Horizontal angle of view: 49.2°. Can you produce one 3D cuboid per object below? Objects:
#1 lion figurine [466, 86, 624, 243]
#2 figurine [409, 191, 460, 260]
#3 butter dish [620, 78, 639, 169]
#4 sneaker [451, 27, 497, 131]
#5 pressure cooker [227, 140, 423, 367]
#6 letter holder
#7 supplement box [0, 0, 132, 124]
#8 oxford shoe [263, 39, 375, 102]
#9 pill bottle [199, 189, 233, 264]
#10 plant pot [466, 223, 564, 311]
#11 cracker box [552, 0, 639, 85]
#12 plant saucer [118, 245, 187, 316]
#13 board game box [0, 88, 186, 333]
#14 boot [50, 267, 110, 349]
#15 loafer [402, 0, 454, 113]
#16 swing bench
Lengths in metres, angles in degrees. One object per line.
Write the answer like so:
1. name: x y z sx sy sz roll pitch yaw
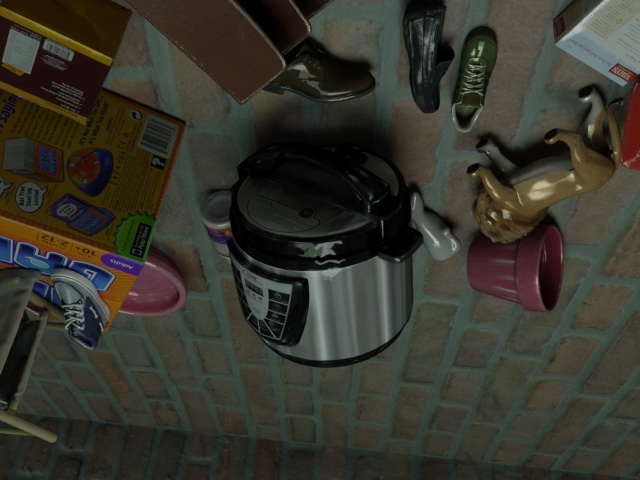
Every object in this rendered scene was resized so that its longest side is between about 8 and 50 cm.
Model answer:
1. lion figurine: 0.448 -0.123 1.369 0.392 0.142 0.240 -20 126 42
2. figurine: 0.187 -0.026 1.623 0.215 0.092 0.209 -20 133 33
3. butter dish: 0.616 -0.205 1.263 0.160 0.118 0.160 6 101 1
4. sneaker: 0.273 -0.274 1.243 0.064 0.086 0.192 7 145 1
5. pressure cooker: 0.002 -0.004 1.420 0.369 0.375 0.420 -6 128 -1
6. letter holder: -0.144 -0.398 1.058 0.214 0.152 0.302 -28 124 37
7. supplement box: -0.468 -0.345 1.246 0.191 0.129 0.194 23 143 -21
8. oxford shoe: -0.011 -0.307 1.256 0.227 0.083 0.096 7 143 0
9. pill bottle: -0.213 -0.022 1.678 0.108 0.108 0.193 0 145 10
10. plant pot: 0.445 0.059 1.613 0.180 0.201 0.201 3 148 33
11. cracker box: 0.503 -0.365 1.088 0.155 0.067 0.232 23 141 -20
12. plant saucer: -0.528 0.098 1.932 0.332 0.084 0.332 5 146 3
13. board game box: -0.531 -0.078 1.439 0.356 0.357 0.356 21 144 -18
14. boot: -0.464 0.134 1.340 0.069 0.086 0.190 -2 146 14
15. loafer: 0.194 -0.311 1.215 0.078 0.076 0.223 4 142 19
16. swing bench: -0.602 0.224 1.353 0.165 0.253 0.255 1 146 11
